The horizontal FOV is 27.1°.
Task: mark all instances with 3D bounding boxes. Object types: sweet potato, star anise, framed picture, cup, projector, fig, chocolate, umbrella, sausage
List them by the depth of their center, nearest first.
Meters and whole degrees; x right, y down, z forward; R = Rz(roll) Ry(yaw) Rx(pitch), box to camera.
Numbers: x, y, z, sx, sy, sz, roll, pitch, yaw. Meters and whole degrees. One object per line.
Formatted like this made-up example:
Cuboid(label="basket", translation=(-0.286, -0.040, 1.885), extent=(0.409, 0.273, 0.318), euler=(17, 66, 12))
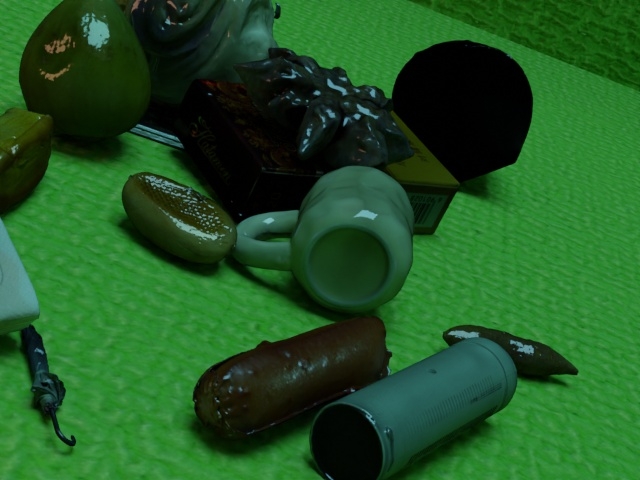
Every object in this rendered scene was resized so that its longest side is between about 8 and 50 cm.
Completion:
Cuboid(label="umbrella", translation=(-0.312, 0.138, 1.468), extent=(0.044, 0.044, 0.269), euler=(39, 8, -38))
Cuboid(label="sausage", translation=(-0.028, 0.159, 1.588), extent=(0.102, 0.102, 0.330), euler=(35, 28, 29))
Cuboid(label="projector", translation=(0.121, 0.204, 1.609), extent=(0.108, 0.108, 0.337), euler=(33, 26, 25))
Cuboid(label="sweet potato", translation=(0.270, 0.158, 1.899), extent=(0.218, 0.051, 0.065), euler=(15, 21, -17))
Cuboid(label="cup", translation=(0.009, -0.017, 1.899), extent=(0.255, 0.173, 0.202), euler=(21, 22, -3))
Cuboid(label="fig", translation=(-0.371, -0.265, 2.057), extent=(0.207, 0.230, 0.207), euler=(-21, 14, 5))
Cuboid(label="star anise", translation=(0.002, -0.204, 2.070), extent=(0.315, 0.108, 0.315), euler=(28, 27, -16))
Cuboid(label="framed picture", translation=(-0.217, -0.202, 2.297), extent=(0.296, 0.019, 0.232), euler=(19, 24, -7))
Cuboid(label="chocolate", translation=(0.275, -0.248, 2.553), extent=(0.283, 0.284, 0.186), euler=(26, 5, 9))

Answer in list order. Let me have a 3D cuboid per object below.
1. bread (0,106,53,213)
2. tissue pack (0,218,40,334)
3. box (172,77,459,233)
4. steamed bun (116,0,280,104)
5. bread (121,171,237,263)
Cuboid(label="bread", translation=(-0.434, -0.112, 1.820), extent=(0.094, 0.102, 0.245), euler=(20, 23, 2))
Cuboid(label="tissue pack", translation=(-0.469, 0.047, 1.410), extent=(0.325, 0.071, 0.170), euler=(-13, 69, -47))
Cuboid(label="box", translation=(-0.008, -0.136, 2.185), extent=(0.415, 0.116, 0.264), euler=(1, 38, -38))
Cuboid(label="steamed bun", translation=(-0.231, -0.384, 2.241), extent=(0.394, 0.346, 0.237), euler=(46, 22, 6))
Cuboid(label="bread", translation=(-0.200, -0.026, 1.868), extent=(0.189, 0.077, 0.114), euler=(31, 45, 19))
